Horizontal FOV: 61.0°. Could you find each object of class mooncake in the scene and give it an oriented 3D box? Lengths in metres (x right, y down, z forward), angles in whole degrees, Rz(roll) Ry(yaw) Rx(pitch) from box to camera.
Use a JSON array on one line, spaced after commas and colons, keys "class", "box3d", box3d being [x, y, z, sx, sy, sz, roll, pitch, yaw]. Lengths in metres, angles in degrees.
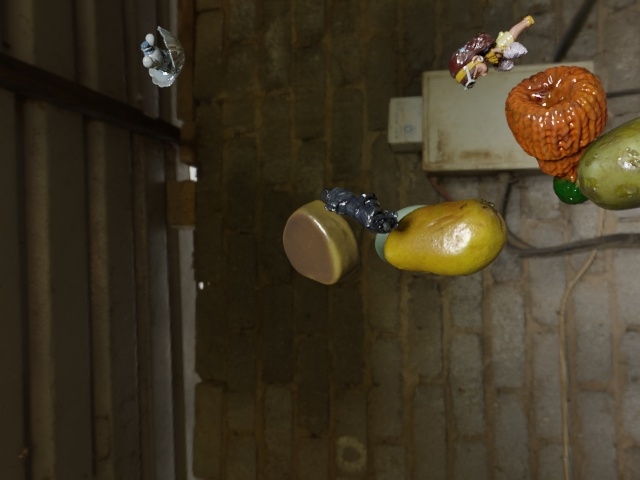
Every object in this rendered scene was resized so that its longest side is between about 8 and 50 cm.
[{"class": "mooncake", "box3d": [0.000, 0.000, 1.503, 0.117, 0.235, 0.234, -25, -60, -35]}]

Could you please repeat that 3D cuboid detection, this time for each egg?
[{"class": "egg", "box3d": [0.325, -0.018, 1.924, 0.202, 0.283, 0.203, 57, 168, 20]}]

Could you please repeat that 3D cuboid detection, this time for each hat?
[{"class": "hat", "box3d": [0.738, -0.308, 1.607, 0.400, 0.285, 0.285, 43, -143, -32]}]

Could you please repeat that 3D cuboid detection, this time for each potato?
[{"class": "potato", "box3d": [0.661, -0.164, 1.065, 0.210, 0.308, 0.173, 21, -130, -62]}]

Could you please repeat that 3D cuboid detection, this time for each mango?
[{"class": "mango", "box3d": [0.259, -0.004, 1.152, 0.130, 0.262, 0.167, 29, -118, -51]}]

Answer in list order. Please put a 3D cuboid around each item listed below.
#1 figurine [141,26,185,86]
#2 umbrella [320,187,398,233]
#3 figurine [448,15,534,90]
[{"class": "figurine", "box3d": [-0.279, -0.324, 0.946, 0.094, 0.082, 0.086, 64, -175, 14]}, {"class": "umbrella", "box3d": [0.075, -0.076, 1.160, 0.224, 0.080, 0.071, 29, 105, 53]}, {"class": "figurine", "box3d": [0.460, -0.503, 1.453, 0.115, 0.240, 0.175, 65, -171, 1]}]
